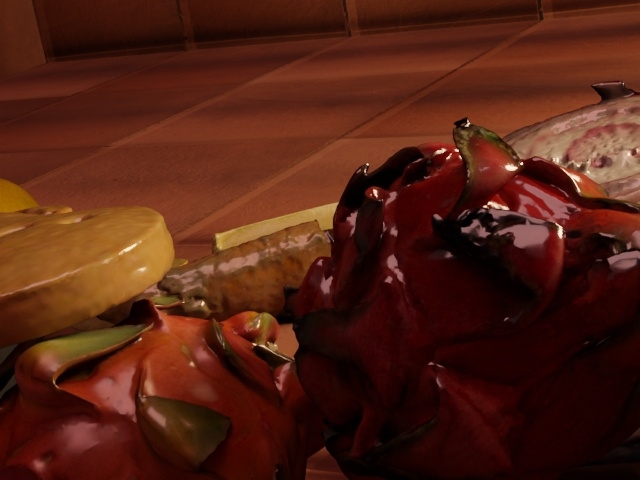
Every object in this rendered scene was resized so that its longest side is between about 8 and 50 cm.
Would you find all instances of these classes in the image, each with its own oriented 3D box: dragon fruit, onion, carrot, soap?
[{"bbox_3d":[-0.109,0.141,0.823,0.224,0.224,0.227,3,29,36],"label":"dragon fruit"},{"bbox_3d":[0.112,0.051,0.737,0.233,0.234,0.293,-23,11,-35],"label":"dragon fruit"},{"bbox_3d":[0.275,-0.039,1.315,0.280,0.146,0.314,-20,24,14],"label":"onion"},{"bbox_3d":[-0.107,0.048,1.313,0.263,0.102,0.102,-13,17,-5],"label":"carrot"},{"bbox_3d":[0.000,-0.001,1.412,0.252,0.092,0.037,-13,60,-11],"label":"soap"}]

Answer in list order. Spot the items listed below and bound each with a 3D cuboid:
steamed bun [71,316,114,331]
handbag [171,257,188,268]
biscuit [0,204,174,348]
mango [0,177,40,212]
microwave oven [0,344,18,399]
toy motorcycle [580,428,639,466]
[{"bbox_3d":[-0.228,0.039,1.372,0.090,0.113,0.130,-6,11,18],"label":"steamed bun"},{"bbox_3d":[-0.202,0.043,1.492,0.061,0.027,0.083,5,21,41],"label":"handbag"},{"bbox_3d":[-0.264,0.024,0.898,0.354,0.052,0.275,-3,19,40],"label":"biscuit"},{"bbox_3d":[-0.406,0.034,1.408,0.211,0.173,0.317,-11,24,0],"label":"mango"},{"bbox_3d":[-0.415,0.129,1.081,0.237,0.181,0.295,3,22,31],"label":"microwave oven"},{"bbox_3d":[0.208,0.092,0.932,0.327,0.143,0.188,-21,-5,30],"label":"toy motorcycle"}]
